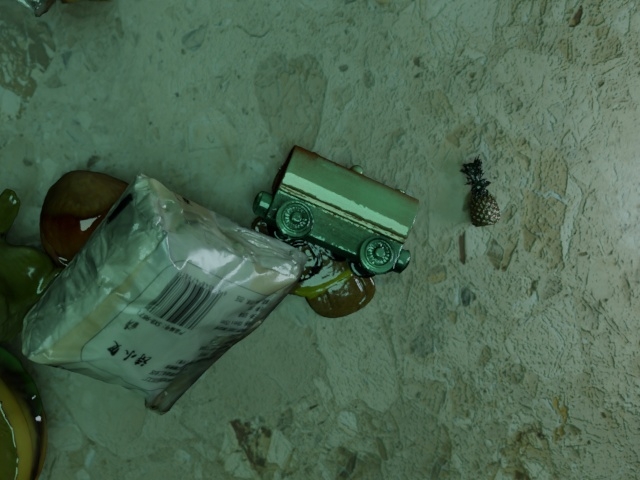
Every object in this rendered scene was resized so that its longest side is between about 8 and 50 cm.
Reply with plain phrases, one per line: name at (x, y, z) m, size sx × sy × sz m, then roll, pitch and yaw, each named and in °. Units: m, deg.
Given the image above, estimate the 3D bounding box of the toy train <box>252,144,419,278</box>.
toy train at (0.034, -0.048, 1.854) m, size 0.285 × 0.116 × 0.177 m, roll 23°, pitch 78°, yaw -7°

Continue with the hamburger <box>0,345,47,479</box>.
hamburger at (-0.624, 0.328, 1.757) m, size 0.396 × 0.277 × 0.395 m, roll 0°, pitch 94°, yaw -3°

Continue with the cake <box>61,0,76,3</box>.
cake at (-0.402, -0.493, 1.709) m, size 0.286 × 0.227 × 0.222 m, roll 4°, pitch 96°, yaw -8°

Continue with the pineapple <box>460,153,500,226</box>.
pineapple at (0.284, -0.088, 1.942) m, size 0.058 × 0.058 × 0.124 m, roll -16°, pitch 99°, yaw -6°

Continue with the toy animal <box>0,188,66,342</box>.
toy animal at (-0.581, -0.005, 1.727) m, size 0.363 × 0.180 × 0.181 m, roll 50°, pitch 48°, yaw 0°

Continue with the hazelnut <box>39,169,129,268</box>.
hazelnut at (-0.385, -0.031, 1.810) m, size 0.182 × 0.182 × 0.182 m, roll -1°, pitch 97°, yaw -8°

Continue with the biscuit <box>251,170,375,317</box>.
biscuit at (0.000, 0.000, 1.923) m, size 0.208 × 0.041 × 0.290 m, roll -28°, pitch 101°, yaw -4°

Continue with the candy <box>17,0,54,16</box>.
candy at (-0.427, -0.409, 1.510) m, size 0.185 × 0.195 × 0.137 m, roll 30°, pitch 97°, yaw -15°

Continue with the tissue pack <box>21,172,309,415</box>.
tissue pack at (-0.245, 0.107, 1.751) m, size 0.390 × 0.195 × 0.375 m, roll -45°, pitch 138°, yaw 12°
